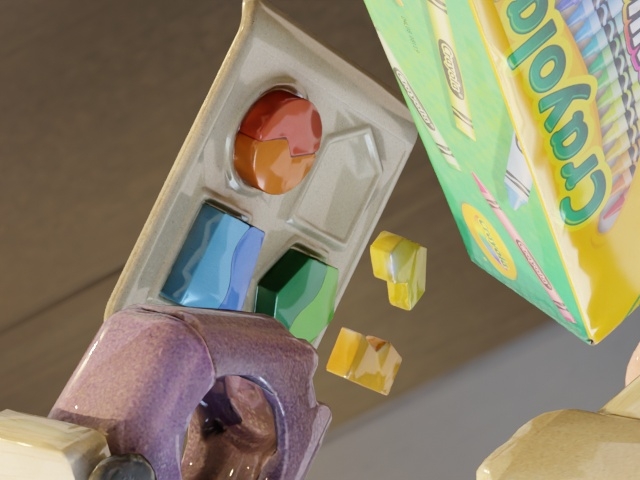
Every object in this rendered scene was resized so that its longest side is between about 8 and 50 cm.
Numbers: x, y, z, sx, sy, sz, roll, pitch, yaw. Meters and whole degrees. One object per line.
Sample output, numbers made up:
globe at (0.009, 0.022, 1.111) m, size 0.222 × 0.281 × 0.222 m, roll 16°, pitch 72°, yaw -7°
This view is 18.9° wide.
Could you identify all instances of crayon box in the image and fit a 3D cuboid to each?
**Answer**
crayon box at (0.106, -0.107, 0.734) m, size 0.081 × 0.165 × 0.278 m, roll 37°, pitch 163°, yaw 40°

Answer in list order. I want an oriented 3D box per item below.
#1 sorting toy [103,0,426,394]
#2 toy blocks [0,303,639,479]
sorting toy at (0.000, 0.000, 1.232) m, size 0.041 × 0.229 × 0.307 m, roll 19°, pitch 175°, yaw 34°
toy blocks at (0.117, 0.132, 0.551) m, size 0.260 × 0.309 × 0.288 m, roll -35°, pitch -58°, yaw -43°
